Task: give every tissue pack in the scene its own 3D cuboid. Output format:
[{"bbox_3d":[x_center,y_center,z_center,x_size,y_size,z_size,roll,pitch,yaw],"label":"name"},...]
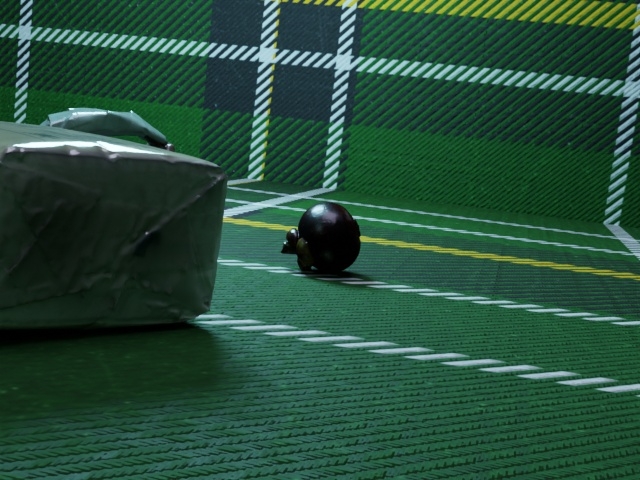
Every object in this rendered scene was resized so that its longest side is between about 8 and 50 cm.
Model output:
[{"bbox_3d":[-0.337,-0.030,1.013,0.297,0.207,0.380,1,10,-41],"label":"tissue pack"}]

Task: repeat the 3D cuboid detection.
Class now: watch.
[{"bbox_3d":[-0.431,-0.146,1.609,0.241,0.253,0.161,46,-16,-31],"label":"watch"}]

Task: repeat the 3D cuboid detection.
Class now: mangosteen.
[{"bbox_3d":[0.000,0.000,1.422,0.140,0.140,0.140,6,8,-1],"label":"mangosteen"}]
